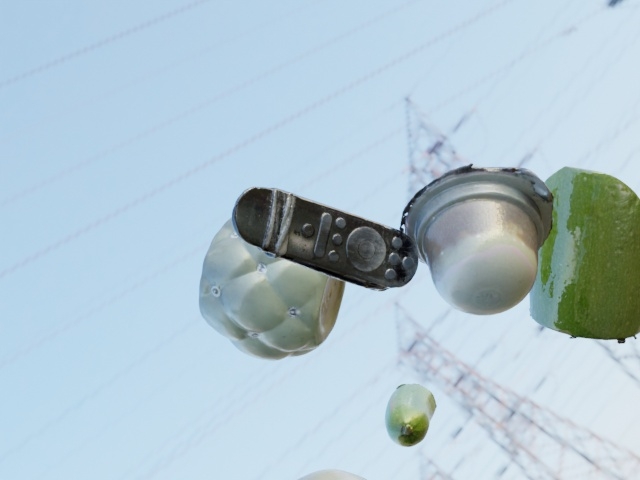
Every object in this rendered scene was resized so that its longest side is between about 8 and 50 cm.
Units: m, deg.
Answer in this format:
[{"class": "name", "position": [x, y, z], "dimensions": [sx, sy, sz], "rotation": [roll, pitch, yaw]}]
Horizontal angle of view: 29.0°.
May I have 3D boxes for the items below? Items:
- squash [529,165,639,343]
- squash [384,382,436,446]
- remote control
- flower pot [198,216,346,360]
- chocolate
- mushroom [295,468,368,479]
[{"class": "squash", "position": [0.408, 0.005, 1.835], "dimensions": [0.189, 0.189, 0.260], "rotation": [-19, -62, -50]}, {"class": "squash", "position": [0.160, 0.331, 2.301], "dimensions": [0.095, 0.095, 0.188], "rotation": [-58, -5, 11]}, {"class": "remote control", "position": [0.000, 0.000, 1.567], "dimensions": [0.266, 0.066, 0.090], "rotation": [19, -109, -26]}, {"class": "flower pot", "position": [-0.071, 0.069, 1.959], "dimensions": [0.246, 0.195, 0.246], "rotation": [11, -90, -74]}, {"class": "chocolate", "position": [0.215, 0.017, 1.585], "dimensions": [0.221, 0.147, 0.221], "rotation": [-6, -46, -6]}, {"class": "mushroom", "position": [0.044, 0.469, 1.651], "dimensions": [0.315, 0.315, 0.356], "rotation": [-52, -33, -2]}]
